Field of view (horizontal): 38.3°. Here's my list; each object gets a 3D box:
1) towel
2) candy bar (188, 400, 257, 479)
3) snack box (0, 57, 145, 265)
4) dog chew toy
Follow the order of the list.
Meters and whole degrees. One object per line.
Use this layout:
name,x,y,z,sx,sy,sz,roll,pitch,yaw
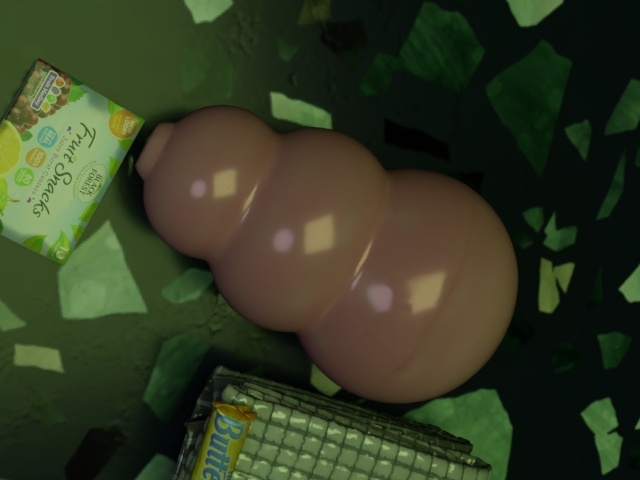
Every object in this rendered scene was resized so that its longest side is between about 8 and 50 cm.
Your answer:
towel,-0.013,0.257,0.844,0.283,0.121,0.235,20,97,-16
candy bar,-0.092,0.201,0.740,0.040,0.018,0.161,17,99,-14
snack box,-0.225,-0.065,0.769,0.100,0.037,0.141,29,86,-22
dog chew toy,0.000,0.000,0.783,0.331,0.206,0.207,29,86,-13
